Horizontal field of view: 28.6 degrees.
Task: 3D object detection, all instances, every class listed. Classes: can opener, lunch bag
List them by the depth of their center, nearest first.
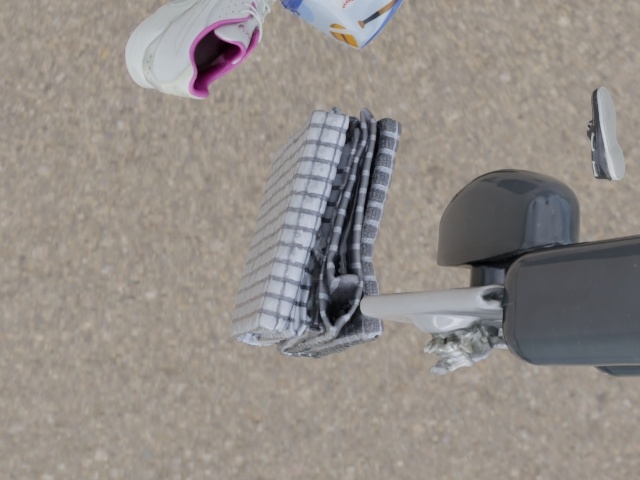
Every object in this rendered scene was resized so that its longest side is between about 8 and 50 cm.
[{"bbox_3d":[0.106,0.011,0.473,0.074,0.280,0.093,7,85,-26],"label":"can opener"},{"bbox_3d":[0.061,-0.319,1.206,0.115,0.303,0.243,27,109,-8],"label":"lunch bag"}]

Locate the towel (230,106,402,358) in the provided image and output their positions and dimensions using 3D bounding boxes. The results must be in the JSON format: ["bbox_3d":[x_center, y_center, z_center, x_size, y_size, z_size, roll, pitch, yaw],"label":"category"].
[{"bbox_3d":[0.000,0.000,1.303,0.121,0.284,0.235,15,79,-9],"label":"towel"}]

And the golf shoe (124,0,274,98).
[{"bbox_3d":[-0.104,-0.291,1.596,0.306,0.140,0.115,-48,139,-11],"label":"golf shoe"}]

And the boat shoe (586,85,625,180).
[{"bbox_3d":[0.363,-0.137,1.628,0.038,0.046,0.125,-1,115,38],"label":"boat shoe"}]
